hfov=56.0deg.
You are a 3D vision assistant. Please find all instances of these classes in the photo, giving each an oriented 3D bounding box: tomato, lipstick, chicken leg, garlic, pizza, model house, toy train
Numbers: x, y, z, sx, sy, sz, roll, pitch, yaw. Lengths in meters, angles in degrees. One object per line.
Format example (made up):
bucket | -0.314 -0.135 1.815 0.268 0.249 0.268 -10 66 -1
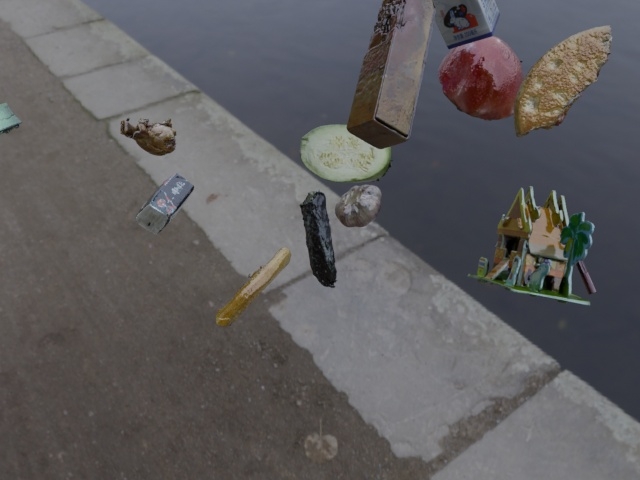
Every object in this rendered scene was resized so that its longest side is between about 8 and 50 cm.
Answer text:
tomato | 0.516 -0.534 1.878 0.308 0.170 0.309 4 52 -6
lipstick | 0.788 0.077 1.821 0.027 0.027 0.177 -16 78 -13
chicken leg | -0.458 -0.287 1.625 0.101 0.207 0.085 -24 77 17
garlic | 0.122 -0.104 1.889 0.159 0.102 0.147 -46 42 -11
pizza | 0.450 -0.296 1.133 0.127 0.247 0.058 33 9 29
pizza | -0.175 0.120 1.587 0.271 0.056 0.134 -46 8 -10
model house | 0.603 0.002 1.695 0.242 0.313 0.357 8 3 -6
toy train | -0.615 -0.226 1.143 0.038 0.056 0.093 -25 17 21

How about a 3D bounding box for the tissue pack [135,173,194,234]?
tissue pack | -0.454 -0.109 1.760 0.090 0.103 0.170 39 40 -14

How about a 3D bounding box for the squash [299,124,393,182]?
squash | 0.086 -0.279 1.942 0.189 0.189 0.260 33 23 36

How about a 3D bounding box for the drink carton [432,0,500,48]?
drink carton | 0.317 -0.638 1.460 0.130 0.315 0.107 -7 44 38

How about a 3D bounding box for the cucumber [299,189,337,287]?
cucumber | 0.000 0.000 1.083 0.053 0.182 0.053 -11 8 2

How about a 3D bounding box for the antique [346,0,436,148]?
antique | 0.141 -0.339 1.165 0.087 0.093 0.310 -7 64 55
